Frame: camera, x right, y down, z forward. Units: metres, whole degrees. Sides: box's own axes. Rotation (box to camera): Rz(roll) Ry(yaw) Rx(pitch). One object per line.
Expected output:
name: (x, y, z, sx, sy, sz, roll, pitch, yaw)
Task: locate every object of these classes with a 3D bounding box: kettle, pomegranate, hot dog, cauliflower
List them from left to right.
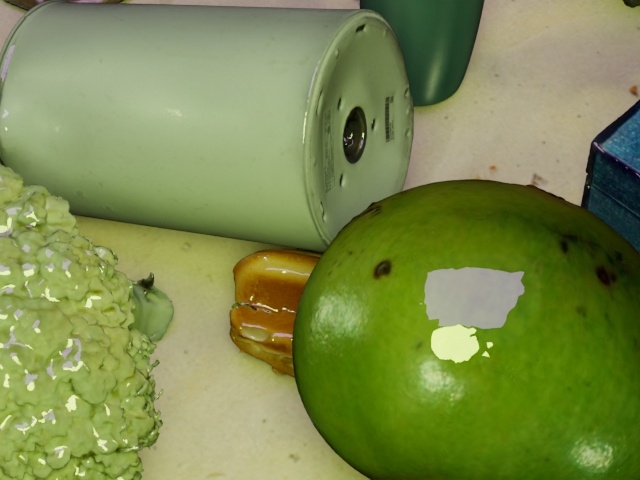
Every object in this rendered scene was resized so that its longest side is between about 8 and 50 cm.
cauliflower: (-0.251, 0.098, 1.460, 0.260, 0.281, 0.327, 2, 91, -3)
kettle: (-0.091, -0.123, 1.600, 0.318, 0.205, 0.265, 5, 50, 27)
hot dog: (0.051, 0.078, 1.553, 0.269, 0.072, 0.115, 13, 73, 6)
pomegranate: (0.130, 0.123, 1.391, 0.310, 0.216, 0.358, 23, 76, -17)

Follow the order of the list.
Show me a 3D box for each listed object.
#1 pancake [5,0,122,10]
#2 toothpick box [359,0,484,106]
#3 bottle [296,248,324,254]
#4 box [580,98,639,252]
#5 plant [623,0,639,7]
pancake: (-0.257, -0.297, 1.892, 0.190, 0.020, 0.184, -7, 51, -5)
toothpick box: (0.094, -0.219, 1.725, 0.120, 0.184, 0.120, 1, 47, -2)
bottle: (0.000, 0.000, 1.650, 0.030, 0.030, 0.083, 19, 54, 15)
box: (0.421, -0.062, 1.638, 0.261, 0.116, 0.279, 38, 61, 25)
plant: (0.339, -0.338, 1.768, 0.164, 0.256, 0.142, 2, 58, -1)
